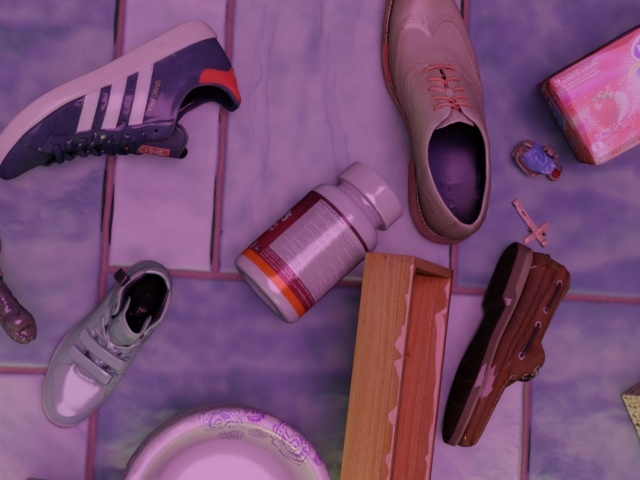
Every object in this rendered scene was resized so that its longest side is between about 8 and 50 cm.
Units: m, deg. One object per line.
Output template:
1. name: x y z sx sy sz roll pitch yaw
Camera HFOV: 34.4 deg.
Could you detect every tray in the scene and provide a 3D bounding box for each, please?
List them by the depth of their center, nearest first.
1. tray: 0.098 0.231 1.383 0.076 0.203 0.411 6 86 22

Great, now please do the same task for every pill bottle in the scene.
1. pill bottle: 0.000 0.000 1.418 0.221 0.121 0.121 -42 95 -10

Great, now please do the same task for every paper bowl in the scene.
1. paper bowl: -0.128 0.356 1.361 0.284 0.148 0.284 0 87 -10

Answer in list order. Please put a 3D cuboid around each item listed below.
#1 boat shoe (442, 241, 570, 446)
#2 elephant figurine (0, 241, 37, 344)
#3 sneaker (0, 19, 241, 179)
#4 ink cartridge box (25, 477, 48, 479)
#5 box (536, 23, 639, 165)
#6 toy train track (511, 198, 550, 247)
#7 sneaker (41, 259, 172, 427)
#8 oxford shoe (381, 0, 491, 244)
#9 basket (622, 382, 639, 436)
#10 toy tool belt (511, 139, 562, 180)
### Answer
1. boat shoe: 0.270 0.159 1.467 0.104 0.111 0.307 24 83 -8
2. elephant figurine: -0.476 0.023 1.317 0.169 0.186 0.239 -25 123 22
3. sneaker: -0.261 -0.150 1.369 0.350 0.131 0.148 -32 89 -11
4. ink cartridge box: -0.327 0.419 1.255 0.117 0.278 0.202 13 85 -13
5. box: 0.477 -0.239 1.466 0.300 0.154 0.142 -29 93 8
6. toy train track: 0.312 -0.026 1.534 0.048 0.014 0.083 -37 94 -11
7. sneaker: -0.282 0.134 1.342 0.094 0.151 0.256 34 83 -9
8. oxford shoe: 0.179 -0.196 1.448 0.140 0.146 0.397 -11 88 -9
9. basket: 0.544 0.234 1.517 0.167 0.113 0.103 -28 89 -12
10. toy tool belt: 0.325 -0.116 1.521 0.083 0.051 0.052 34 82 -8
